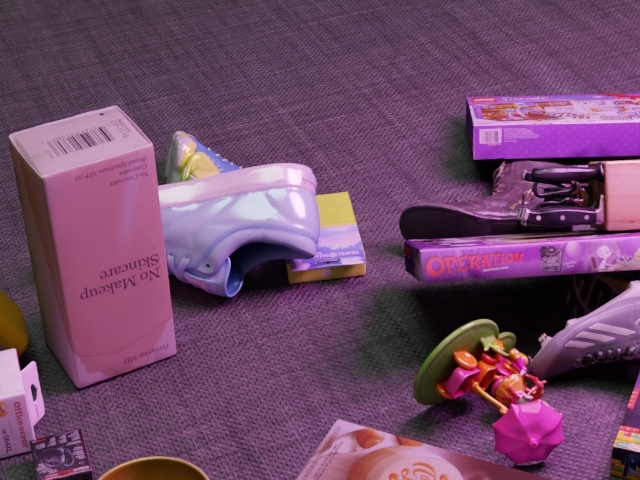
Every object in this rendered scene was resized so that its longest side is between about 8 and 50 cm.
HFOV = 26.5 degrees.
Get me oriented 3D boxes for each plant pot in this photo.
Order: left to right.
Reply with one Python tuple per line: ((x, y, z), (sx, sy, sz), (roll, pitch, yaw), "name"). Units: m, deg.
((-0.173, 0.305, 1.412), (0.134, 0.095, 0.134), (-2, 35, 2), "plant pot")

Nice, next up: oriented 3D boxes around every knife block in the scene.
((0.394, -0.057, 1.705), (0.275, 0.088, 0.242), (1, 5, 44), "knife block")

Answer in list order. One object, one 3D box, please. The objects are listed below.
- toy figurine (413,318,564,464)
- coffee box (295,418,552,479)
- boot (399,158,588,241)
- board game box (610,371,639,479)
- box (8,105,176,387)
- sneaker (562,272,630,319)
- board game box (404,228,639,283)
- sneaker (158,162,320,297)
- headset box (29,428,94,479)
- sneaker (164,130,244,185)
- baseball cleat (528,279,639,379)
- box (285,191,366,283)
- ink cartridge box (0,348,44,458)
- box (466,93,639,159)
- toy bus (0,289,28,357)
((0.220, 0.188, 1.572), (0.173, 0.130, 0.159), (-4, 40, -47), "toy figurine")
((0.102, 0.291, 1.408), (0.246, 0.098, 0.141), (12, 37, 22), "coffee box")
((0.253, -0.050, 1.928), (0.262, 0.091, 0.229), (7, 30, 8), "boot")
((0.426, 0.223, 1.529), (0.170, 0.048, 0.141), (11, 38, 20), "board game box")
((-0.274, 0.010, 1.662), (0.148, 0.311, 0.121), (-20, 37, -22), "box")
((0.403, 0.088, 1.714), (0.208, 0.082, 0.094), (30, 38, 31), "sneaker")
((0.286, 0.015, 1.700), (0.346, 0.056, 0.208), (-3, 7, -2), "board game box")
((-0.175, 0.009, 1.815), (0.365, 0.135, 0.150), (-16, 66, 14), "sneaker")
((-0.294, 0.258, 1.547), (0.062, 0.032, 0.083), (-13, 36, -13), "headset box")
((-0.156, -0.085, 2.015), (0.126, 0.091, 0.240), (6, 30, -20), "sneaker")
((0.350, 0.124, 1.619), (0.206, 0.072, 0.109), (-38, 63, 13), "baseball cleat")
((0.000, 0.000, 1.894), (0.109, 0.042, 0.178), (-7, 35, -4), "box")
((-0.396, 0.197, 1.591), (0.143, 0.092, 0.090), (-13, 36, -13), "ink cartridge box")
((0.372, -0.175, 2.067), (0.293, 0.057, 0.201), (-1, 18, 4), "box")
((-0.506, 0.044, 1.624), (0.130, 0.333, 0.108), (-36, 37, 5), "toy bus")
